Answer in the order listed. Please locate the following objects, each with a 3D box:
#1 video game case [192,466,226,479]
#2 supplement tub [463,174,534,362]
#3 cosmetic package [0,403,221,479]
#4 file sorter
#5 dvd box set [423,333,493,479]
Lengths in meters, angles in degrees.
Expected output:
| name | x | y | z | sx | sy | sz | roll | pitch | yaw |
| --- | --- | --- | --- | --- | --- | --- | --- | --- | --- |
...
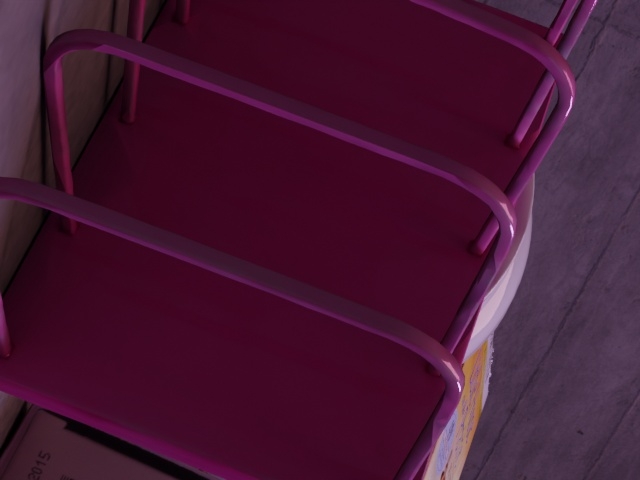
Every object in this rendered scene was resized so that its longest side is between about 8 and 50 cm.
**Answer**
| name | x | y | z | sx | sy | sz | roll | pitch | yaw |
| --- | --- | --- | --- | --- | --- | --- | --- | --- | --- |
| video game case | -0.087 | 0.188 | 1.130 | 0.269 | 0.244 | 0.061 | 112 | -39 | -84 |
| supplement tub | 0.000 | 0.000 | 0.860 | 0.331 | 0.241 | 0.241 | 111 | 2 | -75 |
| cosmetic package | -0.148 | 0.236 | 0.846 | 0.296 | 0.153 | 0.129 | 115 | -1 | -58 |
| file sorter | 0.000 | -0.061 | 0.570 | 0.182 | 0.202 | 0.290 | 106 | 6 | -60 |
| dvd box set | 0.068 | 0.271 | 1.216 | 0.307 | 0.062 | 0.420 | 80 | 30 | -63 |
